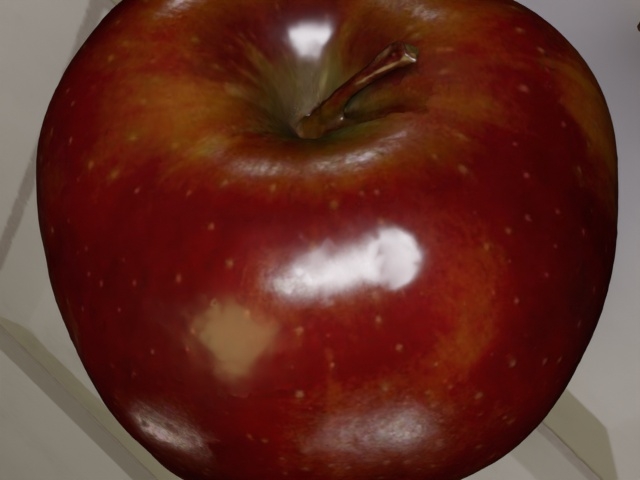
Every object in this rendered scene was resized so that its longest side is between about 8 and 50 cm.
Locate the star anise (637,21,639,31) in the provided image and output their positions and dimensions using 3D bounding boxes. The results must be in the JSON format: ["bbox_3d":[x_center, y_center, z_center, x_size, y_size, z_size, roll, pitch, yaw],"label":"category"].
[{"bbox_3d":[0.186,-0.120,0.443,0.196,0.111,0.212,59,137,22],"label":"star anise"}]

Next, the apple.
[{"bbox_3d":[0.000,0.000,0.717,0.288,0.288,0.317,35,159,17],"label":"apple"}]
